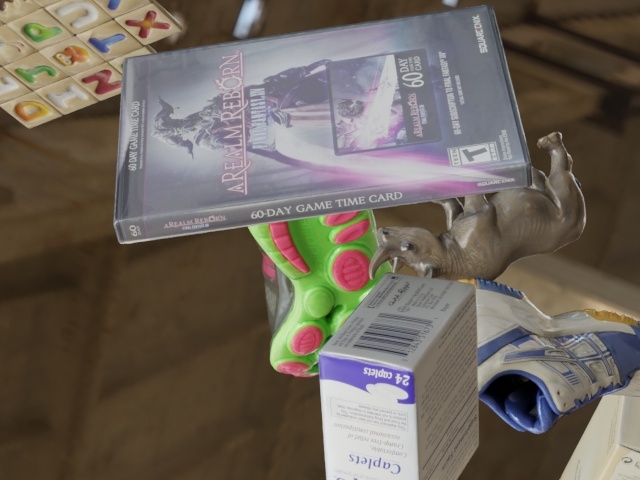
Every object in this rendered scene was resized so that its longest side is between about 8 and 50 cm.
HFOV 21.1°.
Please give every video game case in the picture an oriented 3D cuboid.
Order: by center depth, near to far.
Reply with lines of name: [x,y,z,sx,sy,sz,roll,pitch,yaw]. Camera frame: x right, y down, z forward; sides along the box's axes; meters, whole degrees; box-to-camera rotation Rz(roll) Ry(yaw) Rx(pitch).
video game case: [-0.003,-0.084,1.188,0.196,0.274,0.026,-95,-3,-50]

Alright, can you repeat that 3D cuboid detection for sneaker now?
sneaker: [0.223,0.134,1.666,0.296,0.131,0.112,13,-33,-27]
sneaker: [0.000,0.000,2.071,0.482,0.185,0.202,84,176,-52]

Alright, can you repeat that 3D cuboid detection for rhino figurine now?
rhino figurine: [0.152,-0.012,1.658,0.243,0.106,0.073,-24,-11,-20]

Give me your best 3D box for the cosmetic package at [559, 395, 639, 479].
cosmetic package: [0.352,0.283,1.984,0.160,0.113,0.309,-71,-1,-45]

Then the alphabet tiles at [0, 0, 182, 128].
alphabet tiles: [-0.346,-0.236,1.986,0.285,0.343,0.011,40,-138,-45]

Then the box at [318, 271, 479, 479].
box: [0.056,0.111,1.184,0.126,0.072,0.137,-46,-42,-54]
